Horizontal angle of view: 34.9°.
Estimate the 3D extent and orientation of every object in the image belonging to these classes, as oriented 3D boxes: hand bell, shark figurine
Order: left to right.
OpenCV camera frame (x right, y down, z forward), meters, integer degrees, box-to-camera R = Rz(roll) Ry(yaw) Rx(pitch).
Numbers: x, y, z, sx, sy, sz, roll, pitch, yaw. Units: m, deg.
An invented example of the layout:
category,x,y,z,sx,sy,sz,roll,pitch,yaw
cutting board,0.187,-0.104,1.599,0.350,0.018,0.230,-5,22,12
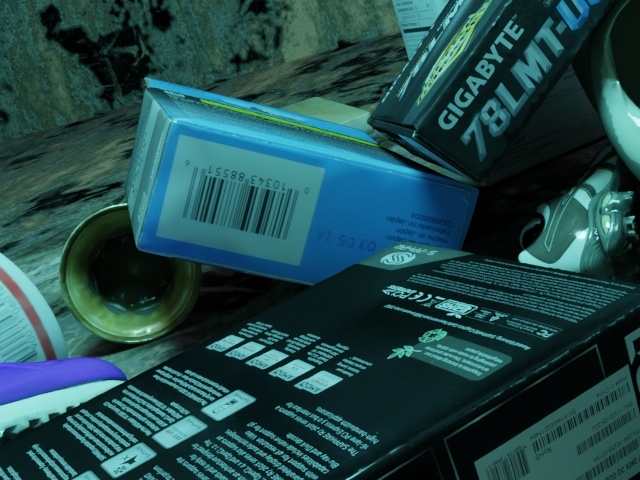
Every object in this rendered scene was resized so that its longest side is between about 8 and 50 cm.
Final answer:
category,x,y,z,sx,sy,sz,roll,pitch,yaw
hand bell,-0.185,0.024,1.026,0.126,0.126,0.242,-20,5,-6
shark figurine,0.264,-0.057,0.730,0.166,0.278,0.116,-47,-23,0

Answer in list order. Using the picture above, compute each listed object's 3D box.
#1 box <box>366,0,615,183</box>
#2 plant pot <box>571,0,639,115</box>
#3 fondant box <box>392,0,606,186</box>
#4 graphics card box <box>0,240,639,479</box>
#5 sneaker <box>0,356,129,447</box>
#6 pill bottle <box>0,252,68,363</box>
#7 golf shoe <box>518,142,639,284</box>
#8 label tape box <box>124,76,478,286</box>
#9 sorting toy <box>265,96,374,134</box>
category,x,y,z,sx,sy,sz,roll,pitch,yaw
box,0.160,-0.195,0.838,0.295,0.073,0.293,-55,10,6
plant pot,0.364,-0.201,0.855,0.280,0.323,0.323,-28,10,29
fondant box,0.206,-0.252,1.066,0.238,0.330,0.096,-23,17,-18
graphics card box,-0.027,0.120,0.517,0.371,0.094,0.233,-27,18,-25
sneaker,-0.251,0.091,0.600,0.293,0.146,0.102,-10,-36,-46
pill bottle,-0.330,0.125,0.704,0.161,0.161,0.283,-4,22,40
golf shoe,0.199,-0.023,0.778,0.094,0.077,0.198,-11,16,24
label tape box,-0.040,-0.052,0.892,0.241,0.105,0.333,12,10,-15
sorting toy,-0.079,-0.087,1.258,0.255,0.089,0.257,-21,16,-10
